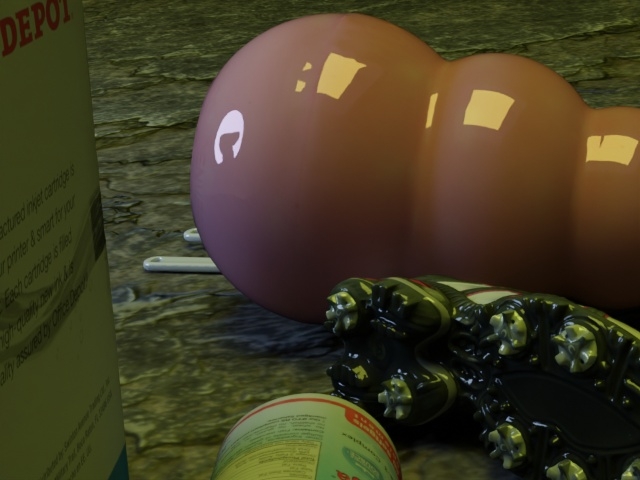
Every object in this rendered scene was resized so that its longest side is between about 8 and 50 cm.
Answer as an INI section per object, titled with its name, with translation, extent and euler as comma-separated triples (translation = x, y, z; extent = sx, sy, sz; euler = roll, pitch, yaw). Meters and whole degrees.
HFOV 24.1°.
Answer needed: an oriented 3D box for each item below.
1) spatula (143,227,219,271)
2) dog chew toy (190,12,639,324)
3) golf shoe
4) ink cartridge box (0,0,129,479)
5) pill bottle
[spatula]
translation = 0.000, 0.000, 1.159
extent = 0.242, 0.019, 0.168
euler = 1, 24, 17
[dog chew toy]
translation = 0.090, -0.034, 0.971
extent = 0.332, 0.206, 0.206
euler = 9, 20, 10
[golf shoe]
translation = 0.121, 0.066, 0.790
extent = 0.120, 0.105, 0.273
euler = -8, 17, -38
[ink cartridge box]
translation = -0.167, 0.044, 0.564
extent = 0.129, 0.307, 0.223
euler = 0, 18, 9
[pill bottle]
translation = -0.010, 0.132, 0.622
extent = 0.087, 0.087, 0.160
euler = -2, 18, 4
